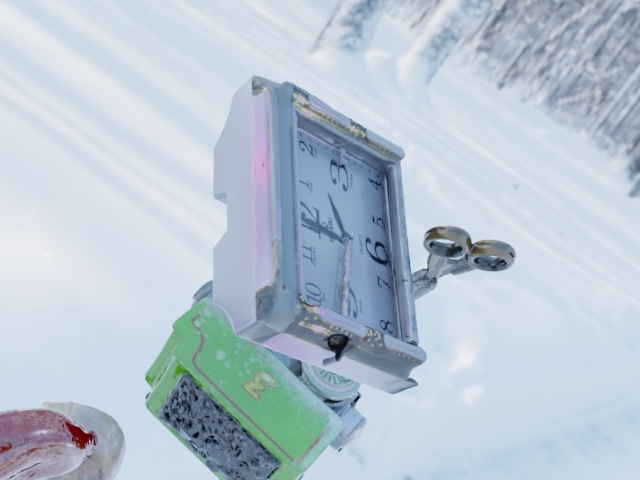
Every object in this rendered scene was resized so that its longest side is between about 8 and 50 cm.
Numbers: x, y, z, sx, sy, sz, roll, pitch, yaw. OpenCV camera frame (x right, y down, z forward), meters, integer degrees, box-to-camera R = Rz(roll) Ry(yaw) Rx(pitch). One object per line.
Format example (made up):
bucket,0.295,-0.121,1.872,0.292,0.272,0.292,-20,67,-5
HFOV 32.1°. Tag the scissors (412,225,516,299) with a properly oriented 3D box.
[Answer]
scissors,0.107,0.035,1.087,0.088,0.017,0.220,16,-23,-15

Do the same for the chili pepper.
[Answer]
chili pepper,-0.348,0.229,1.209,0.253,0.144,0.136,-9,25,-43

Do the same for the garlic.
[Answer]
garlic,-0.327,0.283,1.441,0.129,0.198,0.090,26,47,-13

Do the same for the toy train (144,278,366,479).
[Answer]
toy train,-0.093,0.205,1.553,0.307,0.173,0.249,43,44,7

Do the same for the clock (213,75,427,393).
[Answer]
clock,0.000,0.000,0.947,0.186,0.083,0.253,26,48,-37
